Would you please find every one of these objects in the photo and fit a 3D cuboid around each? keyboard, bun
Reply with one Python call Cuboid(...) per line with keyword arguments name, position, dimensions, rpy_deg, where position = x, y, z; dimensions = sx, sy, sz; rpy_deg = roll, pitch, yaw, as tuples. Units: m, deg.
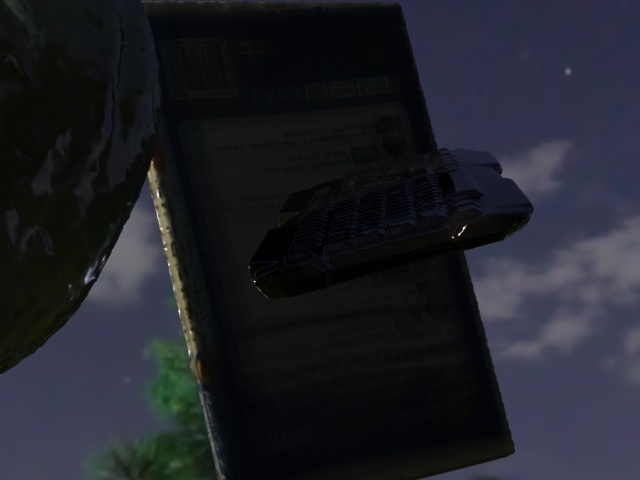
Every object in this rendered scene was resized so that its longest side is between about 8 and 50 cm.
Cuboid(name="keyboard", position=(0.028, -0.015, 0.585), dimensions=(0.106, 0.016, 0.262), rpy_deg=(-16, 7, 5))
Cuboid(name="bun", position=(-0.153, -0.044, 0.437), dimensions=(0.221, 0.221, 0.108), rpy_deg=(14, -28, -19))

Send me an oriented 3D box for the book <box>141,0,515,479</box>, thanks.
Cuboid(name="book", position=(0.000, 0.000, 0.874), dimensions=(0.228, 0.322, 0.018), rpy_deg=(-6, -11, -36))
